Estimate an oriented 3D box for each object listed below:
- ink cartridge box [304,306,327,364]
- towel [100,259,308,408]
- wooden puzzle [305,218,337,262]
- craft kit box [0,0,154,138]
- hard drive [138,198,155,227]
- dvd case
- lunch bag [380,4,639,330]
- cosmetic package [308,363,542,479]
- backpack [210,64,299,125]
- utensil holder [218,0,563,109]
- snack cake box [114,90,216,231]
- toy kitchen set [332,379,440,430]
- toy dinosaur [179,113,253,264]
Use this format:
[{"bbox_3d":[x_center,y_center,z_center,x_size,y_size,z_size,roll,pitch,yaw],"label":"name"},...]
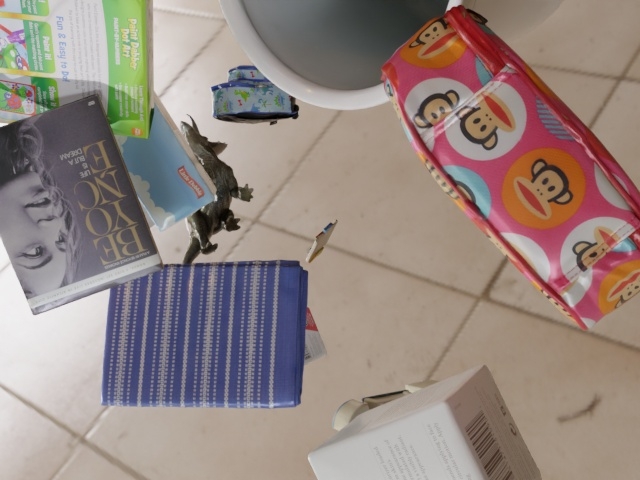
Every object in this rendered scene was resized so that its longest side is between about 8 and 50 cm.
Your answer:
[{"bbox_3d":[-0.071,0.197,1.752,0.135,0.099,0.056,-22,2,-26],"label":"ink cartridge box"},{"bbox_3d":[-0.189,0.153,1.527,0.336,0.040,0.243,-1,74,9],"label":"towel"},{"bbox_3d":[0.000,0.000,1.690,0.014,0.116,0.078,37,45,8],"label":"wooden puzzle"},{"bbox_3d":[-0.312,-0.231,1.043,0.247,0.250,0.061,8,49,-3],"label":"craft kit box"},{"bbox_3d":[-0.355,-0.165,1.540,0.047,0.353,0.233,10,34,32],"label":"hard drive"},{"bbox_3d":[-0.299,-0.040,1.088,0.165,0.221,0.018,-20,13,-4],"label":"dvd case"},{"bbox_3d":[0.178,-0.071,0.850,0.120,0.293,0.258,-39,4,11],"label":"lunch bag"},{"bbox_3d":[0.117,0.252,1.027,0.184,0.151,0.151,-27,86,27],"label":"cosmetic package"},{"bbox_3d":[-0.102,-0.212,1.359,0.114,0.084,0.105,-6,3,-26],"label":"backpack"},{"bbox_3d":[0.115,-0.356,1.112,0.328,0.327,0.385,9,24,34],"label":"utensil holder"},{"bbox_3d":[-0.248,-0.151,1.271,0.089,0.264,0.152,-31,9,1],"label":"snack cake box"},{"bbox_3d":[0.122,0.322,1.473,0.207,0.166,0.122,-7,0,-19],"label":"toy kitchen set"},{"bbox_3d":[-0.202,-0.064,1.711,0.121,0.313,0.160,-3,19,-18],"label":"toy dinosaur"}]
